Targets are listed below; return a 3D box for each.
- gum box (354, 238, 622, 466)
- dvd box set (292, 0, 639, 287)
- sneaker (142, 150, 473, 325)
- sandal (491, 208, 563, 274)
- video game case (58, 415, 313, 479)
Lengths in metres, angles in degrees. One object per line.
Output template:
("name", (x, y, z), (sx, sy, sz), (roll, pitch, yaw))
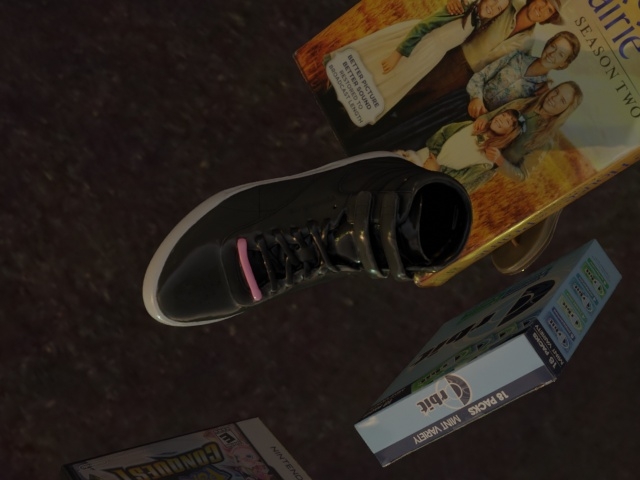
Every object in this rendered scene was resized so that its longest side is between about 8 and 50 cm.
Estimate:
("gum box", (0.127, 0.079, 0.897), (0.157, 0.041, 0.184), (-33, -177, 34))
("dvd box set", (0.204, -0.184, 1.255), (0.420, 0.307, 0.062), (-33, 166, 25))
("sneaker", (0.000, -0.001, 1.026), (0.296, 0.147, 0.104), (-24, 110, -27))
("sandal", (0.233, -0.045, 1.318), (0.049, 0.072, 0.180), (18, 119, -30))
("video game case", (-0.121, 0.313, 1.393), (0.275, 0.248, 0.035), (-8, 127, -36))
